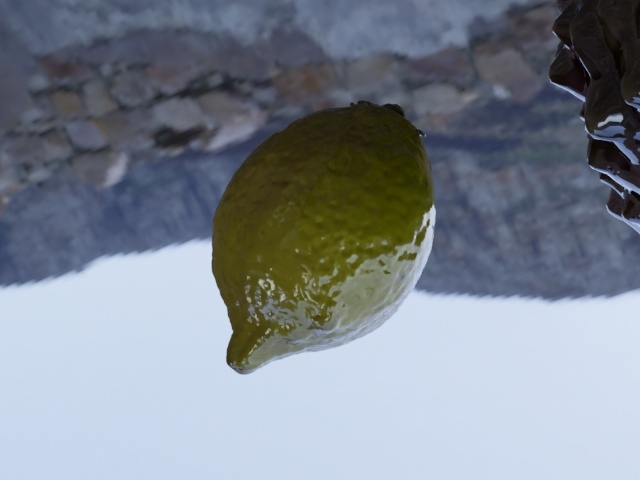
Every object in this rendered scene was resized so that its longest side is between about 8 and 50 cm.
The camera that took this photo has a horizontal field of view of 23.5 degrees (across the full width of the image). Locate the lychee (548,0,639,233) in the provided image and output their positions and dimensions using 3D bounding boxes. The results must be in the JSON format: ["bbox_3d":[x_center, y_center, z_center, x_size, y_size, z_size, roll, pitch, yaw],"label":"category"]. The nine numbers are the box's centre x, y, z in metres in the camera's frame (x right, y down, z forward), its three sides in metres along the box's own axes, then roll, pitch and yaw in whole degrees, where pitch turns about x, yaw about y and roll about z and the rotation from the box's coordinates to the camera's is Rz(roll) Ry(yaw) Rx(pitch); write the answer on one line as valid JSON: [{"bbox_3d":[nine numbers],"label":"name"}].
[{"bbox_3d":[0.183,-0.060,0.413,0.267,0.268,0.267,-19,-157,9],"label":"lychee"}]

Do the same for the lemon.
[{"bbox_3d":[0.000,0.000,0.455,0.092,0.065,0.065,-60,-149,-7],"label":"lemon"}]
